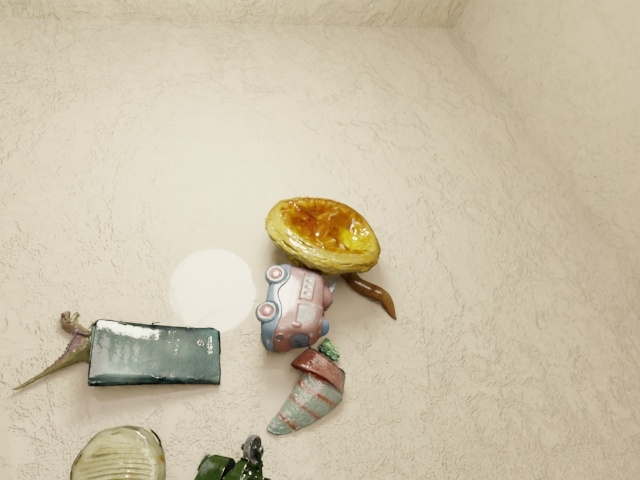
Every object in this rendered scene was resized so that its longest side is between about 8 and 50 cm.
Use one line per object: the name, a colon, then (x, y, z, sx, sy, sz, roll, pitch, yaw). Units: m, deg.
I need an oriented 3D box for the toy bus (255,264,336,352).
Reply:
toy bus: (-0.078, 0.226, 1.488, 0.232, 0.197, 0.294, 7, 54, 4)

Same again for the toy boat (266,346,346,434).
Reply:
toy boat: (-0.048, 0.502, 1.430, 0.206, 0.096, 0.282, 40, 64, -4)

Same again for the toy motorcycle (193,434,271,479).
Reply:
toy motorcycle: (-0.267, 0.659, 1.220, 0.205, 0.127, 0.275, -2, 33, 24)

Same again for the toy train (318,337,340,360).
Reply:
toy train: (0.033, 0.378, 1.557, 0.083, 0.033, 0.053, 34, 51, 5)

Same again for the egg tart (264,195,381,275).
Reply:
egg tart: (0.000, 0.000, 1.662, 0.444, 0.178, 0.443, 15, 34, -10)

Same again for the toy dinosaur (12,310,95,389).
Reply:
toy dinosaur: (-0.731, 0.333, 1.328, 0.200, 0.072, 0.251, 11, 64, -1)

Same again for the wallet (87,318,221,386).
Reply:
wallet: (-0.484, 0.340, 1.356, 0.379, 0.046, 0.190, 9, 56, -28)

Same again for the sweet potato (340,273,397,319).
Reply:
sweet potato: (0.190, 0.190, 1.713, 0.281, 0.059, 0.067, 34, 63, 7)

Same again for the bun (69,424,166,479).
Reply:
bun: (-0.515, 0.600, 1.172, 0.239, 0.141, 0.239, 5, 60, -8)
